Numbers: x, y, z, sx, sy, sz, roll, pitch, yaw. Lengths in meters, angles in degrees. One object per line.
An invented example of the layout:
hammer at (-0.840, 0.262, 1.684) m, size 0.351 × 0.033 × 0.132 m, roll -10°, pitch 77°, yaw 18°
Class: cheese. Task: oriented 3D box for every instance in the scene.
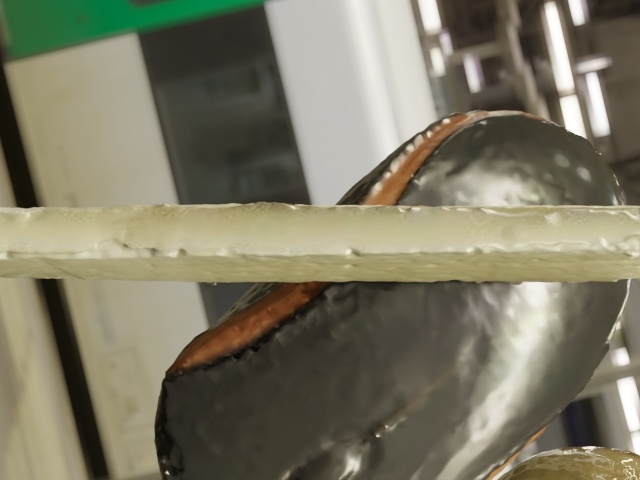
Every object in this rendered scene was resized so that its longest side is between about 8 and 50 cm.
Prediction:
cheese at (0.000, 0.002, 1.004) m, size 0.085 × 0.400 × 0.034 m, roll 116°, pitch -27°, yaw -80°

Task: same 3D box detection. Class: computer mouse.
computer mouse at (0.049, 0.062, 1.101) m, size 0.183 × 0.323 × 0.116 m, roll 48°, pitch -8°, yaw -19°

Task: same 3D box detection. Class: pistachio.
pistachio at (0.204, 0.220, 1.445) m, size 0.226 × 0.136 × 0.135 m, roll 2°, pitch -72°, yaw 59°
